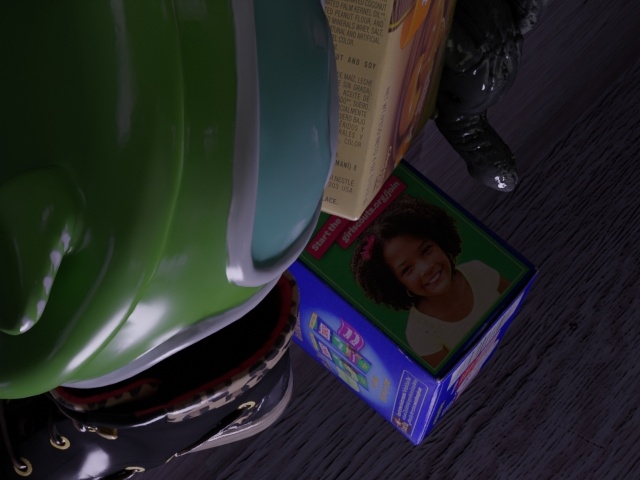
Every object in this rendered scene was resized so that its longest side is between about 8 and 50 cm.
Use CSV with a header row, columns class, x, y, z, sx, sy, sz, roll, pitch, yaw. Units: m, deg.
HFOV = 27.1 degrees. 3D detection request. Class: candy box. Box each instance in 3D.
class,x,y,z,sx,sy,sz,roll,pitch,yaw
candy box,0.038,-0.194,0.808,0.183,0.088,0.316,-55,158,-56
candy box,0.000,0.000,1.064,0.122,0.317,0.268,-48,168,-14

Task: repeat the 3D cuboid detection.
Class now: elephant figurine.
class,x,y,z,sx,sy,sz,roll,pitch,yaw
elephant figurine,0.096,-0.176,1.012,0.169,0.239,0.186,-48,167,9

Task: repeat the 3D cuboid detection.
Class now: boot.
class,x,y,z,sx,sy,sz,roll,pitch,yaw
boot,-0.187,0.122,1.012,0.378,0.138,0.284,-14,164,-12

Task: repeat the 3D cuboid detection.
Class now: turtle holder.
class,x,y,z,sx,sy,sz,roll,pitch,yaw
turtle holder,-0.116,-0.095,0.606,0.243,0.320,0.227,-31,164,38
